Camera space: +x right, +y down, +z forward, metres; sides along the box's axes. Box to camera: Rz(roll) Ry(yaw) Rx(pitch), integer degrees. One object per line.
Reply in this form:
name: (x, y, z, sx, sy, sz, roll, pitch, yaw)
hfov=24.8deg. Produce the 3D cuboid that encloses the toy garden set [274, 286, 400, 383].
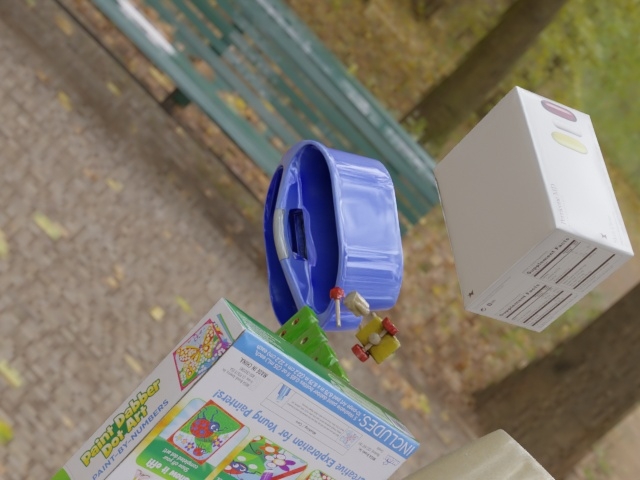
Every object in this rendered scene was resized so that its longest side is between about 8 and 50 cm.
toy garden set: (0.015, 0.159, 2.100, 0.049, 0.204, 0.244, 45, 6, -24)

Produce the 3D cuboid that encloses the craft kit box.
craft kit box: (-0.077, 0.200, 1.224, 0.250, 0.246, 0.061, 39, 5, -41)

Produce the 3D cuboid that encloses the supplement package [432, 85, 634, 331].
supplement package: (0.293, -0.044, 2.052, 0.145, 0.204, 0.261, 17, 46, -30)

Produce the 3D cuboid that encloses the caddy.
caddy: (0.000, 0.000, 2.453, 0.179, 0.241, 0.341, 8, 63, -31)

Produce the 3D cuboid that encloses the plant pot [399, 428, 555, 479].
plant pot: (0.165, 0.367, 1.748, 0.256, 0.274, 0.256, 45, -4, 4)
